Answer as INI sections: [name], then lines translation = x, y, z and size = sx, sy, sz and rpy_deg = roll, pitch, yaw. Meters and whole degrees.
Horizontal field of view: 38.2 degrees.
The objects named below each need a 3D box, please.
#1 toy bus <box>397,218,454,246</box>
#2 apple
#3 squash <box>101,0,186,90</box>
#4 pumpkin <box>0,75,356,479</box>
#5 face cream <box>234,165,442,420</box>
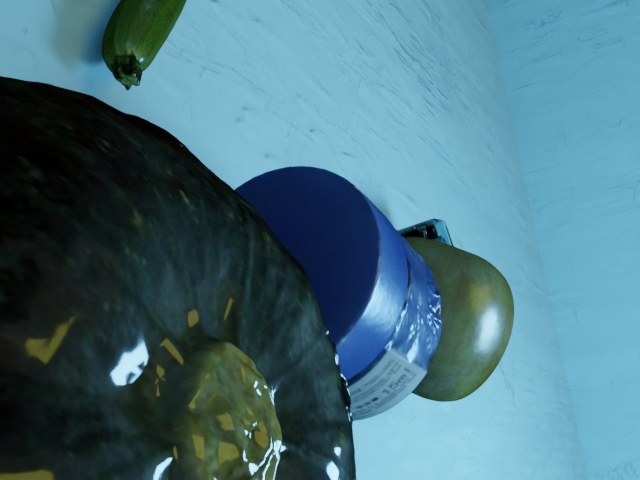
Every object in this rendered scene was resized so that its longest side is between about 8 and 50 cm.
[toy bus]
translation = 0.205, 0.101, 1.668
size = 0.271, 0.133, 0.165
rpy_deg = 72, 19, -1
[apple]
translation = 0.171, 0.125, 1.448
size = 0.257, 0.256, 0.234
rpy_deg = 29, 82, -59
[squash]
translation = -0.203, -0.248, 1.051
size = 0.066, 0.066, 0.252
rpy_deg = 59, 27, -32
[pumpkin]
translation = -0.178, 0.131, 0.517
size = 0.454, 0.344, 0.455
rpy_deg = 35, 45, -45
[face cream]
translation = -0.003, 0.070, 1.077
size = 0.225, 0.249, 0.249
rpy_deg = 44, 37, -56
